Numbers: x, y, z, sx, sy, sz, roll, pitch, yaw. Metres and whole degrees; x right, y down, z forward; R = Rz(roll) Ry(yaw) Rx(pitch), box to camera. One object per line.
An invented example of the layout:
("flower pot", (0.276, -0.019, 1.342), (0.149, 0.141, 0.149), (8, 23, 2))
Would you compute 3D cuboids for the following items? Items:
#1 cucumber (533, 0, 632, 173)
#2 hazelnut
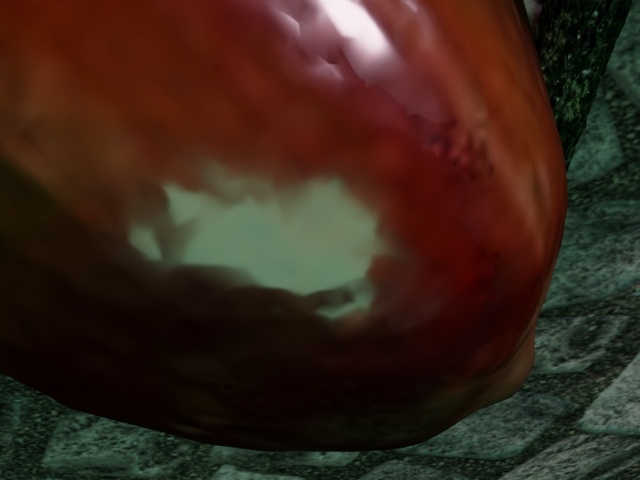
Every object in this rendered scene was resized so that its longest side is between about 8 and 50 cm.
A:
("cucumber", (0.189, -0.119, 0.916), (0.068, 0.067, 0.293), (-4, 145, -7))
("hazelnut", (-0.055, -0.063, 0.588), (0.353, 0.421, 0.421), (-35, 145, -12))
